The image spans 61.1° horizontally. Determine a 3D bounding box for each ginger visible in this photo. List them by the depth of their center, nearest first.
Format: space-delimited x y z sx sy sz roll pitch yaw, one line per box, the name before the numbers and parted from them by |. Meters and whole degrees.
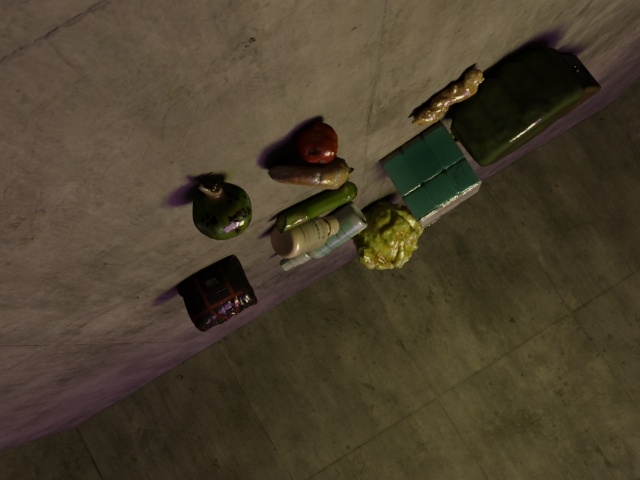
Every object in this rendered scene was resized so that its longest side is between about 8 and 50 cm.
ginger | 0.320 -0.350 1.387 0.176 0.052 0.193 -35 172 -14

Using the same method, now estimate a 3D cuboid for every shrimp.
shrimp | -0.013 -0.158 1.227 0.168 0.077 0.317 8 -168 13

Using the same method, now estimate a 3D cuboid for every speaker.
speaker | 0.756 -0.487 1.733 0.231 0.153 0.192 -20 164 -48

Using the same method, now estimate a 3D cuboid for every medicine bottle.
medicine bottle | -0.038 -0.024 1.723 0.252 0.114 0.114 -19 164 -50
medicine bottle | 0.000 0.000 1.963 0.352 0.110 0.110 -35 170 18

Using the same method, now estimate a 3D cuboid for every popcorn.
popcorn | 0.275 -0.021 2.222 0.279 0.274 0.335 -36 169 13

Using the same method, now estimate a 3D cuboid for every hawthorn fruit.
hawthorn fruit | -0.010 -0.196 1.100 0.093 0.093 0.093 -31 170 -6

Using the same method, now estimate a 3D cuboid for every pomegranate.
pomegranate | -0.199 -0.071 1.063 0.122 0.122 0.161 -30 142 -9

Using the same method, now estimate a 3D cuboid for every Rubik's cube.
Rubik's cube | 0.349 -0.199 1.698 0.225 0.231 0.221 -32 170 11

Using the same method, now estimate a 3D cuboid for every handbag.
handbag | -0.315 0.170 1.681 0.215 0.169 0.155 -29 169 -9

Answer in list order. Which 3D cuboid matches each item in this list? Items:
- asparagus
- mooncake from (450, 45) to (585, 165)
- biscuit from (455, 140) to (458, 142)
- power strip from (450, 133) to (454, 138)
asparagus | -0.012 -0.101 1.597 0.278 0.060 0.067 -27 -172 -25
mooncake | 0.552 -0.379 1.543 0.357 0.194 0.356 -34 173 -5
biscuit | 0.509 -0.362 1.926 0.232 0.013 0.237 -36 176 26
power strip | 0.450 -0.352 1.856 0.136 0.019 0.051 -31 173 -4
